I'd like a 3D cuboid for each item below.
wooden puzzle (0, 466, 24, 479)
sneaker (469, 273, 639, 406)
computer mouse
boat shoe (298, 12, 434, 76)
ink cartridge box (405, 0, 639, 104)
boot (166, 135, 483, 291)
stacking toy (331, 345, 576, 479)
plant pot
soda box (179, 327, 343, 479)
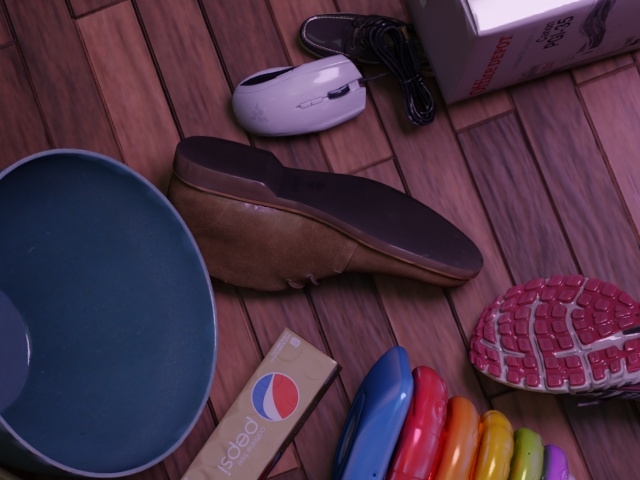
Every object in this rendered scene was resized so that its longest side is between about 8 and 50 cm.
[{"bbox_3d":[-0.371,0.259,1.467,0.239,0.044,0.221,30,120,11],"label":"wooden puzzle"},{"bbox_3d":[0.282,0.109,1.434,0.299,0.112,0.120,2,56,19],"label":"sneaker"},{"bbox_3d":[0.006,-0.137,1.506,0.193,0.042,0.106,-15,112,14],"label":"computer mouse"},{"bbox_3d":[0.053,-0.196,1.527,0.152,0.049,0.056,8,80,5],"label":"boat shoe"},{"bbox_3d":[0.234,-0.237,1.412,0.283,0.207,0.117,-17,79,-7],"label":"ink cartridge box"},{"bbox_3d":[0.000,0.000,1.498,0.305,0.112,0.115,18,114,4],"label":"boot"},{"bbox_3d":[0.166,0.223,1.416,0.302,0.166,0.175,18,99,-3],"label":"stacking toy"},{"bbox_3d":[-0.264,0.082,1.431,0.195,0.290,0.290,-17,78,40],"label":"plant pot"},{"bbox_3d":[-0.056,0.173,1.481,0.061,0.058,0.181,34,86,10],"label":"soda box"}]
